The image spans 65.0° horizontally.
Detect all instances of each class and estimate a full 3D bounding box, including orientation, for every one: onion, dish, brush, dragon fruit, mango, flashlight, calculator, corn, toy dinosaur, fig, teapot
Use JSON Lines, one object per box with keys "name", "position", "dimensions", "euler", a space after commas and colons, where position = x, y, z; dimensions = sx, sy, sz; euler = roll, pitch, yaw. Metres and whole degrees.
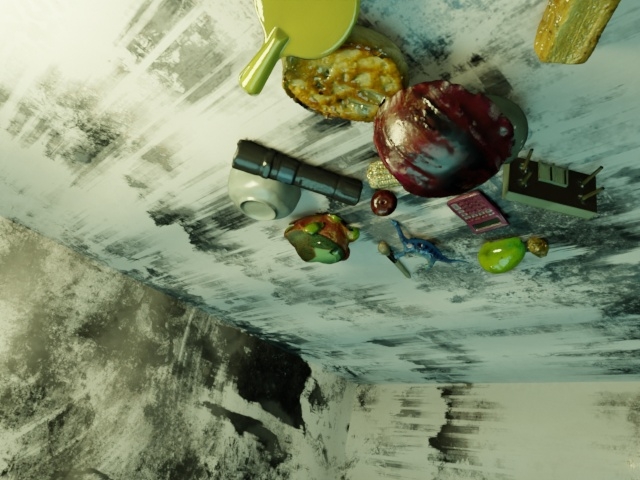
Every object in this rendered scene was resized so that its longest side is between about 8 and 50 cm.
{"name": "onion", "position": [0.263, -0.208, 1.119], "dimensions": [0.314, 0.146, 0.280], "euler": [40, 146, -11]}
{"name": "dish", "position": [-0.199, -0.148, 1.702], "dimensions": [0.256, 0.117, 0.256], "euler": [10, 151, 6]}
{"name": "brush", "position": [0.299, 0.088, 2.001], "dimensions": [0.042, 0.039, 0.299], "euler": [-37, 138, 7]}
{"name": "dragon fruit", "position": [0.000, 0.000, 1.884], "dimensions": [0.295, 0.130, 0.268], "euler": [-3, 143, 30]}
{"name": "mango", "position": [0.623, 0.053, 1.720], "dimensions": [0.119, 0.100, 0.178], "euler": [28, 142, -20]}
{"name": "flashlight", "position": [-0.064, -0.208, 1.567], "dimensions": [0.424, 0.103, 0.103], "euler": [17, 152, -10]}
{"name": "calculator", "position": [0.500, -0.088, 1.586], "dimensions": [0.190, 0.034, 0.126], "euler": [38, 145, -28]}
{"name": "corn", "position": [0.238, -0.198, 1.458], "dimensions": [0.210, 0.087, 0.087], "euler": [-3, 148, 19]}
{"name": "toy dinosaur", "position": [0.365, 0.035, 1.832], "dimensions": [0.329, 0.076, 0.144], "euler": [30, 143, -7]}
{"name": "fig", "position": [0.206, -0.118, 1.632], "dimensions": [0.088, 0.089, 0.125], "euler": [10, 179, 7]}
{"name": "teapot", "position": [0.395, -0.267, 1.207], "dimensions": [0.294, 0.129, 0.193], "euler": [32, 147, -27]}

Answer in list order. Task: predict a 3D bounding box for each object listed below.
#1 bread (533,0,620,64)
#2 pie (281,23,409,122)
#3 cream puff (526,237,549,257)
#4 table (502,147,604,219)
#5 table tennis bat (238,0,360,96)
{"name": "bread", "position": [0.476, -0.424, 0.921], "dimensions": [0.113, 0.083, 0.211], "euler": [7, 152, 3]}
{"name": "pie", "position": [0.061, -0.386, 1.183], "dimensions": [0.315, 0.092, 0.315], "euler": [11, 157, 5]}
{"name": "cream puff", "position": [0.722, 0.021, 1.665], "dimensions": [0.083, 0.083, 0.058], "euler": [37, 102, -18]}
{"name": "table", "position": [0.614, -0.156, 1.311], "dimensions": [0.240, 0.122, 0.111], "euler": [13, 152, 0]}
{"name": "table tennis bat", "position": [-0.065, -0.446, 1.045], "dimensions": [0.224, 0.054, 0.369], "euler": [41, 129, -5]}
